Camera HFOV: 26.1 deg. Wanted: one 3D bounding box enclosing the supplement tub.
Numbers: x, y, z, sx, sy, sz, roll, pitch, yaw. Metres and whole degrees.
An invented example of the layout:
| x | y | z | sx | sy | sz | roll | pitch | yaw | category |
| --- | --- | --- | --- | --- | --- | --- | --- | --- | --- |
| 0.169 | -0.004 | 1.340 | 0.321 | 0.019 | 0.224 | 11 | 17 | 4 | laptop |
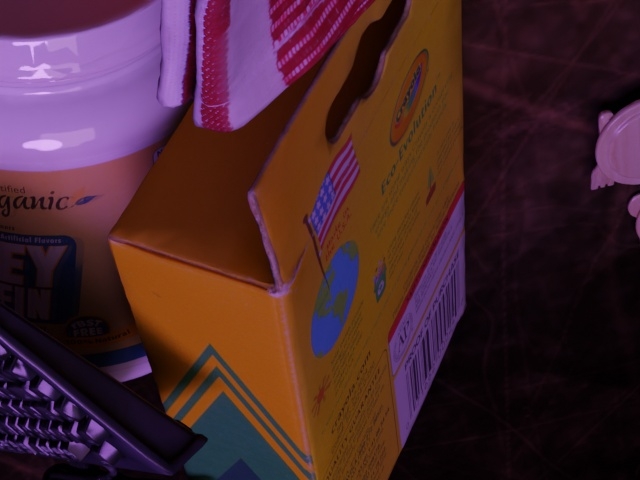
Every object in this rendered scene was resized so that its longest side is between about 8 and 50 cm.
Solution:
| x | y | z | sx | sy | sz | roll | pitch | yaw | category |
| --- | --- | --- | --- | --- | --- | --- | --- | --- | --- |
| -0.115 | -0.045 | 0.639 | 0.144 | 0.144 | 0.200 | -9 | 134 | -9 | supplement tub |

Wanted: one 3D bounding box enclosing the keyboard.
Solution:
| x | y | z | sx | sy | sz | roll | pitch | yaw | category |
| --- | --- | --- | --- | --- | --- | --- | --- | --- | --- |
| -0.149 | 0.091 | 0.674 | 0.201 | 0.033 | 0.317 | 38 | 158 | -24 | keyboard |

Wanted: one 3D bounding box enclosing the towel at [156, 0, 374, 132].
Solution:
| x | y | z | sx | sy | sz | roll | pitch | yaw | category |
| --- | --- | --- | --- | --- | --- | --- | --- | --- | --- |
| 0.070 | -0.195 | 0.442 | 0.329 | 0.037 | 0.237 | -47 | 168 | -24 | towel |

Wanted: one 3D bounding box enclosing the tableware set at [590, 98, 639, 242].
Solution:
| x | y | z | sx | sy | sz | roll | pitch | yaw | category |
| --- | --- | --- | --- | --- | --- | --- | --- | --- | --- |
| 0.244 | -0.055 | 0.828 | 0.168 | 0.020 | 0.141 | -24 | 133 | 6 | tableware set |

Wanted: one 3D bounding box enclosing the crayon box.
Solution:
| x | y | z | sx | sy | sz | roll | pitch | yaw | category |
| --- | --- | --- | --- | --- | --- | --- | --- | --- | --- |
| 0.000 | 0.000 | 0.650 | 0.081 | 0.202 | 0.318 | 17 | 145 | 18 | crayon box |
